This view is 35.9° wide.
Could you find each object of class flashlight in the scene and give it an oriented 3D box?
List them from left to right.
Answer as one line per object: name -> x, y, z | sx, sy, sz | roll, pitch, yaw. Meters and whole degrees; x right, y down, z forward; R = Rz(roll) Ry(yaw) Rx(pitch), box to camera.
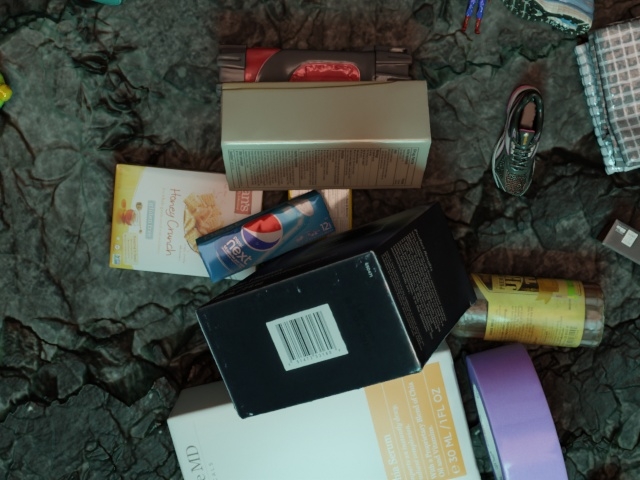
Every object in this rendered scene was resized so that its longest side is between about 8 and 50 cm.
flashlight -> -0.011, -0.252, 1.552 | 0.304, 0.103, 0.103 | 3, 123, -1

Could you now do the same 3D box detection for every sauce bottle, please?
sauce bottle -> 0.278, 0.108, 1.593 | 0.344, 0.111, 0.111 | 4, 98, 1

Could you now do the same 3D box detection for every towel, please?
towel -> 0.562, -0.245, 1.537 | 0.284, 0.121, 0.235 | -14, 97, 2

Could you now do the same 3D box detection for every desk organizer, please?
desk organizer -> 0.519, 0.013, 1.609 | 0.130, 0.050, 0.047 | 29, 97, -4

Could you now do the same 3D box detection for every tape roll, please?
tape roll -> 0.305, 0.302, 1.538 | 0.090, 0.275, 0.274 | -15, 98, 3

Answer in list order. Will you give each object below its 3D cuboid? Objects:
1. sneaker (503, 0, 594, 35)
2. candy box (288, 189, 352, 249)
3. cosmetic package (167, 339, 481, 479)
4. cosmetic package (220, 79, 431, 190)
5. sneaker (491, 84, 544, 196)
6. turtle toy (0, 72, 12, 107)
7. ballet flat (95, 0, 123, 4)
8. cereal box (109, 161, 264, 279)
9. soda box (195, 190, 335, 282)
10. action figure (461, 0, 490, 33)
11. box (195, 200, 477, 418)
sneaker -> 0.357, -0.385, 1.558 | 0.162, 0.063, 0.073 | 25, 71, 2
candy box -> 0.000, 0.000, 1.622 | 0.105, 0.027, 0.206 | 0, 98, -1
cosmetic package -> 0.007, 0.315, 1.601 | 0.453, 0.161, 0.230 | -15, 98, 3
cosmetic package -> 0.006, -0.159, 1.518 | 0.309, 0.160, 0.113 | -1, 66, -2
sneaker -> 0.317, -0.158, 1.573 | 0.072, 0.077, 0.178 | 4, 99, 1
turtle toy -> -0.549, -0.226, 1.574 | 0.095, 0.066, 0.130 | 39, 97, -3
ballet flat -> -0.415, -0.439, 1.542 | 0.248, 0.086, 0.086 | 15, 98, -1
cereal box -> -0.216, -0.031, 1.609 | 0.240, 0.047, 0.173 | 5, 98, 0
soda box -> -0.088, -0.008, 1.556 | 0.210, 0.071, 0.067 | -24, 101, -5
action figure -> 0.252, -0.388, 1.566 | 0.038, 0.030, 0.115 | 12, 96, 4
box -> 0.031, 0.092, 1.433 | 0.296, 0.294, 0.182 | -19, 96, 27
